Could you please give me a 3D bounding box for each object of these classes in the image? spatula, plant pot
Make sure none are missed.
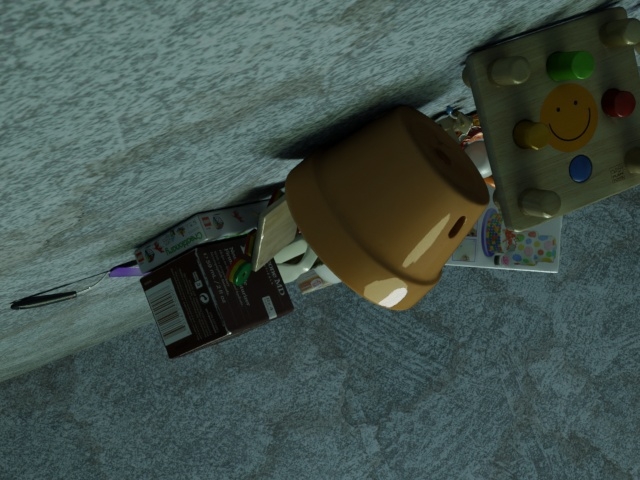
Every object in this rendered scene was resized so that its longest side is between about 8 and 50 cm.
[{"bbox_3d":[-0.476,0.093,1.682,0.296,0.030,0.084,-19,173,-28],"label":"spatula"},{"bbox_3d":[0.118,-0.067,1.276,0.203,0.291,0.291,-43,166,27],"label":"plant pot"}]

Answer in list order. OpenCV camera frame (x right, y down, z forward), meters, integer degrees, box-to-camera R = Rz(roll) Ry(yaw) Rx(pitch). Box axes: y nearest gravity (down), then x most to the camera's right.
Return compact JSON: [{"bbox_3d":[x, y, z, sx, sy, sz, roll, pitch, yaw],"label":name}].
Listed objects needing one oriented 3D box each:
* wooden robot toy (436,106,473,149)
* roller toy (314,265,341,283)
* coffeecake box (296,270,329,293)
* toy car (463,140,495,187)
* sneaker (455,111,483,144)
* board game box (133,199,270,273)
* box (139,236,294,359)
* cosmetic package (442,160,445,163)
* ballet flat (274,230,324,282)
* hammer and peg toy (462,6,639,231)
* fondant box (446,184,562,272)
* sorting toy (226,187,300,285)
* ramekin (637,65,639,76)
[{"bbox_3d":[0.231,-0.193,1.473,0.079,0.076,0.173,-32,-178,-33],"label":"wooden robot toy"},{"bbox_3d":[0.052,-0.008,1.947,0.146,0.191,0.209,-25,174,20],"label":"roller toy"},{"bbox_3d":[-0.025,0.027,2.032,0.068,0.185,0.142,-24,175,21],"label":"coffeecake box"},{"bbox_3d":[0.299,-0.142,1.721,0.182,0.136,0.159,8,-171,23],"label":"toy car"},{"bbox_3d":[0.296,-0.220,1.585,0.175,0.064,0.067,-17,-165,1],"label":"sneaker"},{"bbox_3d":[-0.188,-0.015,1.627,0.193,0.053,0.305,-26,174,37],"label":"board game box"},{"bbox_3d":[-0.194,0.103,1.568,0.167,0.168,0.203,-27,173,35],"label":"box"},{"bbox_3d":[0.199,-0.102,1.558,0.085,0.117,0.231,-12,-164,-7],"label":"cosmetic package"},{"bbox_3d":[0.000,0.000,1.751,0.483,0.164,0.182,-26,-160,27],"label":"ballet flat"},{"bbox_3d":[0.390,-0.180,1.163,0.361,0.266,0.127,-20,-166,-16],"label":"hammer and peg toy"},{"bbox_3d":[0.372,-0.056,1.879,0.330,0.238,0.096,4,178,8],"label":"fondant box"},{"bbox_3d":[-0.086,-0.036,1.528,0.274,0.046,0.132,-41,153,-46],"label":"sorting toy"},{"bbox_3d":[0.487,-0.226,1.469,0.109,0.207,0.207,20,158,-18],"label":"ramekin"}]
